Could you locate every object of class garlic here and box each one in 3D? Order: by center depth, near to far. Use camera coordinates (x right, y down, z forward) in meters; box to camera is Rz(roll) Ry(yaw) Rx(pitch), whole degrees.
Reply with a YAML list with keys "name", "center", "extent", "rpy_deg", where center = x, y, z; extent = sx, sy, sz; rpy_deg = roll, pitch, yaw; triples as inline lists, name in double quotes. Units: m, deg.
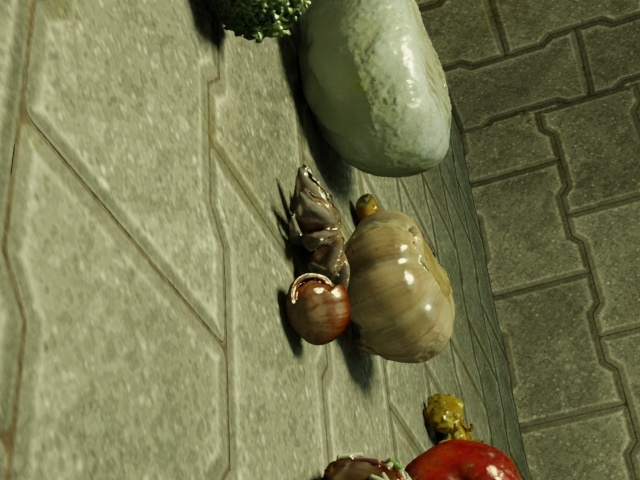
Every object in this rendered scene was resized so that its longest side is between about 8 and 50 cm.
- name: "garlic"
  center: [0.102, 0.074, 1.570]
  extent: [0.228, 0.152, 0.228]
  rpy_deg: [52, 26, -39]

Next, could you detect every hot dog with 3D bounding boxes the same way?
- name: "hot dog"
  center: [0.104, 0.003, 1.889]
  extent: [0.215, 0.047, 0.066]
  rpy_deg: [61, 5, -44]

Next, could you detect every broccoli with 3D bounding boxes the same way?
- name: "broccoli"
  center: [-0.068, -0.318, 1.312]
  extent: [0.154, 0.160, 0.167]
  rpy_deg: [52, 1, -16]

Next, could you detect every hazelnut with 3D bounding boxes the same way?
- name: "hazelnut"
  center: [-0.005, 0.081, 1.305]
  extent: [0.086, 0.086, 0.086]
  rpy_deg: [-16, 90, -77]

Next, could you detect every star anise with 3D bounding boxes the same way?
- name: "star anise"
  center: [0.000, 0.000, 1.440]
  extent: [0.182, 0.065, 0.195]
  rpy_deg: [17, 54, -80]

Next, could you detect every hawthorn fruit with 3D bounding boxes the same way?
- name: "hawthorn fruit"
  center: [0.199, 0.364, 1.522]
  extent: [0.243, 0.207, 0.207]
  rpy_deg: [81, 0, -61]

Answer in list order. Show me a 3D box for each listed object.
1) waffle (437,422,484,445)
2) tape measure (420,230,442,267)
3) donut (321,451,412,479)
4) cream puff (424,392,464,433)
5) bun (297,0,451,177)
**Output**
- name: "waffle"
  center: [0.277, 0.472, 2.015]
  extent: [0.325, 0.068, 0.302]
  rpy_deg: [33, 43, -72]
- name: "tape measure"
  center: [0.191, 0.054, 2.124]
  extent: [0.125, 0.074, 0.118]
  rpy_deg: [46, 32, -60]
- name: "donut"
  center: [0.066, 0.363, 1.209]
  extent: [0.270, 0.103, 0.269]
  rpy_deg: [-16, 90, -79]
- name: "cream puff"
  center: [0.219, 0.312, 1.971]
  extent: [0.083, 0.058, 0.083]
  rpy_deg: [6, 33, -36]
- name: "bun"
  center: [0.082, -0.264, 1.744]
  extent: [0.362, 0.211, 0.362]
  rpy_deg: [-16, 90, -74]
